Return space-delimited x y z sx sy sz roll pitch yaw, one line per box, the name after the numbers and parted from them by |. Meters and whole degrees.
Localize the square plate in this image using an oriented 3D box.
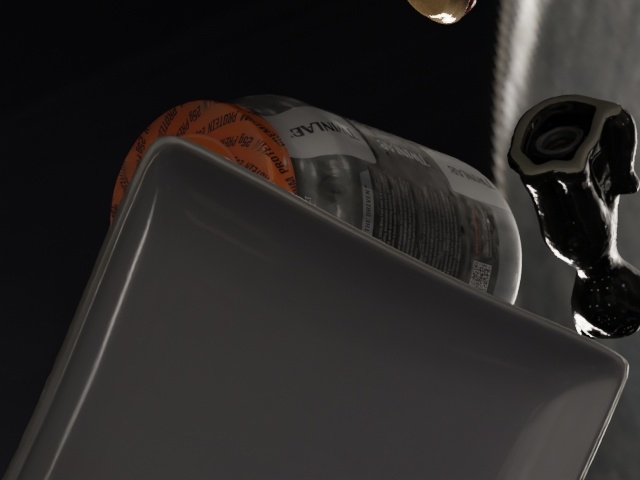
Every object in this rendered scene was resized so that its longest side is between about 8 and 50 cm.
-0.028 0.160 0.940 0.347 0.344 0.049 26 179 -35 | square plate

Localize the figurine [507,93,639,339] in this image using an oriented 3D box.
0.262 -0.004 1.296 0.092 0.214 0.209 -69 -33 -42 | figurine

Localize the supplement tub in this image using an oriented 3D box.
0.000 0.000 1.390 0.316 0.193 0.194 16 -136 -53 | supplement tub

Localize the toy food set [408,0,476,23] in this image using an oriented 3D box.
0.052 -0.145 0.866 0.082 0.020 0.083 31 138 60 | toy food set
